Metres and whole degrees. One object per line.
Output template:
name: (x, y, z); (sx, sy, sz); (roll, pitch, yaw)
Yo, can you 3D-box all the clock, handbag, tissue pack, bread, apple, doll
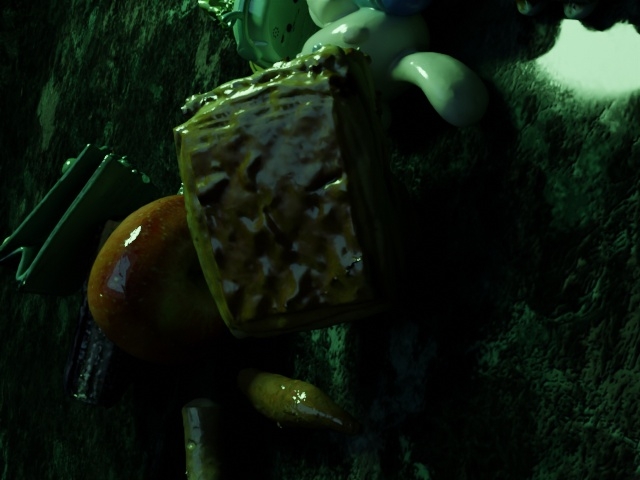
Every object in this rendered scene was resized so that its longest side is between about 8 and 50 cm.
clock: (-0.066, -0.331, 1.359); (0.066, 0.211, 0.159); (17, 96, 31)
handbag: (-0.420, -0.038, 1.577); (0.274, 0.100, 0.269); (-53, -8, 1)
tissue pack: (-0.345, 0.108, 1.645); (0.245, 0.123, 0.332); (-50, -23, -80)
bread: (-0.022, -0.056, 1.152); (0.278, 0.167, 0.324); (-13, 91, 31)
apple: (-0.218, 0.060, 1.415); (0.206, 0.252, 0.271); (-12, 47, 56)
doll: (0.048, -0.316, 1.177); (0.376, 0.187, 0.365); (4, 102, 33)

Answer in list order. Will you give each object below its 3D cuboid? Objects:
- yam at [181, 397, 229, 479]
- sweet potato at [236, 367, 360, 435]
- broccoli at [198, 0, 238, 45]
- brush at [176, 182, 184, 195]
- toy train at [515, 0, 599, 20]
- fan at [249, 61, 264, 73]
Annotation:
yam: (-0.170, 0.411, 1.386); (0.081, 0.081, 0.356); (-34, 54, 47)
sweet potato: (-0.056, 0.224, 1.285); (0.072, 0.066, 0.314); (-44, 21, -24)
broccoli: (-0.113, -0.385, 1.469); (0.195, 0.156, 0.195); (-10, -90, -86)
brush: (-0.278, -0.050, 1.754); (0.190, 0.028, 0.034); (-53, 38, 34)
toy train: (0.249, -0.311, 0.986); (0.219, 0.089, 0.127); (29, 93, 57)
fan: (-0.076, -0.395, 1.577); (0.335, 0.011, 0.229); (48, 118, 52)
